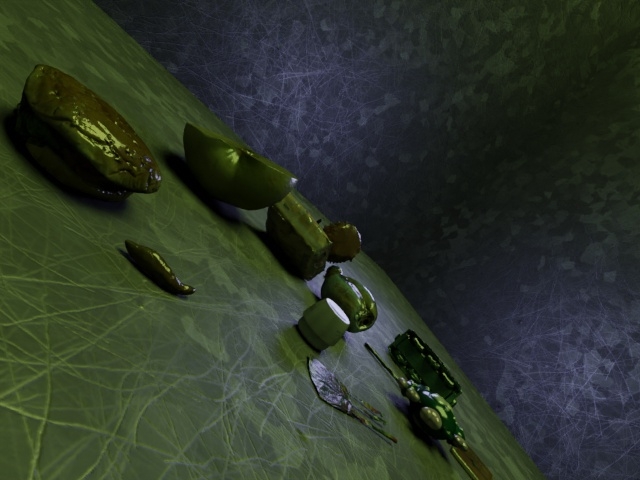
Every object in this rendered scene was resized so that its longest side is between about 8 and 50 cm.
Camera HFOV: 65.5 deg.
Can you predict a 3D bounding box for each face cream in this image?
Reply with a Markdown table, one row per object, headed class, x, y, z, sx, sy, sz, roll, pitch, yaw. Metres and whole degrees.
| class | x | y | z | sx | sy | sz | roll | pitch | yaw |
| --- | --- | --- | --- | --- | --- | --- | --- | --- | --- |
| face cream | 0.009 | 0.215 | 1.279 | 0.117 | 0.104 | 0.117 | 46 | 8 | -9 |

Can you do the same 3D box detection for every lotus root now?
| class | x | y | z | sx | sy | sz | roll | pitch | yaw |
| --- | --- | --- | --- | --- | --- | --- | --- | --- | --- |
| lotus root | 0.076 | 0.194 | 1.673 | 0.158 | 0.140 | 0.322 | 15 | 16 | -26 |

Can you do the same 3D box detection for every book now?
| class | x | y | z | sx | sy | sz | roll | pitch | yaw |
| --- | --- | --- | --- | --- | --- | --- | --- | --- | --- |
| book | 0.499 | 0.731 | 1.623 | 0.170 | 0.018 | 0.241 | 49 | 8 | 23 |

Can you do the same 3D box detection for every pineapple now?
| class | x | y | z | sx | sy | sz | roll | pitch | yaw |
| --- | --- | --- | --- | --- | --- | --- | --- | --- | --- |
| pineapple | -0.003 | -0.001 | 1.872 | 0.165 | 0.165 | 0.364 | 43 | -19 | -28 |

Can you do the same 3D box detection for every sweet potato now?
| class | x | y | z | sx | sy | sz | roll | pitch | yaw |
| --- | --- | --- | --- | --- | --- | --- | --- | --- | --- |
| sweet potato | -0.273 | 0.051 | 0.852 | 0.153 | 0.038 | 0.041 | 45 | 30 | -25 |

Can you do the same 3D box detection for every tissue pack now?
| class | x | y | z | sx | sy | sz | roll | pitch | yaw |
| --- | --- | --- | --- | --- | --- | --- | --- | --- | --- |
| tissue pack | -0.083 | -0.010 | 1.704 | 0.257 | 0.123 | 0.215 | 51 | -24 | 19 |

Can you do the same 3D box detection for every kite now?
| class | x | y | z | sx | sy | sz | roll | pitch | yaw |
| --- | --- | --- | --- | --- | --- | --- | --- | --- | --- |
| kite | 0.072 | 0.376 | 1.153 | 0.285 | 0.015 | 0.152 | 41 | 12 | -23 |

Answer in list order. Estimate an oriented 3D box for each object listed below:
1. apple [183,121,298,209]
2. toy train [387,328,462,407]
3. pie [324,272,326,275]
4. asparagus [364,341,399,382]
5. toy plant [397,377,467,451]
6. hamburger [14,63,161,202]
| class | x | y | z | sx | sy | sz | roll | pitch | yaw |
| --- | --- | --- | --- | --- | --- | --- | --- | --- | --- |
| apple | -0.252 | -0.250 | 1.582 | 0.360 | 0.311 | 0.320 | -110 | -178 | -81 |
| toy train | 0.407 | 0.496 | 1.913 | 0.330 | 0.138 | 0.178 | 51 | 5 | 26 |
| pie | 0.048 | 0.170 | 2.056 | 0.085 | 0.017 | 0.085 | 47 | 7 | -7 |
| asparagus | 0.227 | 0.433 | 1.671 | 0.022 | 0.023 | 0.233 | -24 | 63 | -34 |
| toy plant | 0.330 | 0.512 | 1.478 | 0.232 | 0.112 | 0.243 | 42 | 3 | -41 |
| hamburger | -0.423 | -0.192 | 0.922 | 0.285 | 0.134 | 0.265 | 52 | 11 | 20 |
